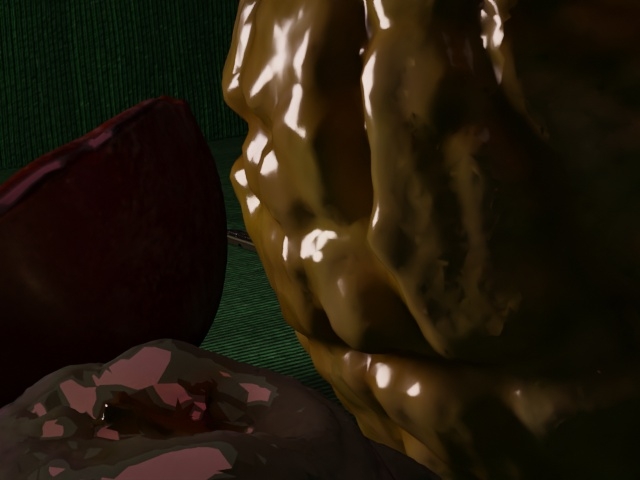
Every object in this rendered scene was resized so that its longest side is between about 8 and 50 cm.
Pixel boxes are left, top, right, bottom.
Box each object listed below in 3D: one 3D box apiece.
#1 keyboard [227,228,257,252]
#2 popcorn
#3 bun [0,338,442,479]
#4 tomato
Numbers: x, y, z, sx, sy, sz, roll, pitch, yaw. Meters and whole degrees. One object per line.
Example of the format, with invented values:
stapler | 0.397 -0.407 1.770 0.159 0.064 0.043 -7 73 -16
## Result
keyboard | -0.069 -0.001 2.006 0.049 0.015 0.129 -7 8 -20
popcorn | 0.130 -0.015 0.815 0.390 0.354 0.344 22 26 18
bun | -0.056 0.126 0.506 0.293 0.187 0.293 -6 10 1
tomato | -0.170 0.046 1.207 0.309 0.170 0.309 -40 6 5
